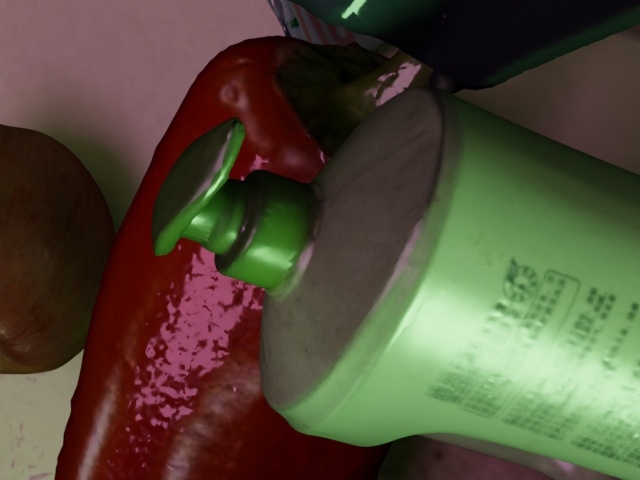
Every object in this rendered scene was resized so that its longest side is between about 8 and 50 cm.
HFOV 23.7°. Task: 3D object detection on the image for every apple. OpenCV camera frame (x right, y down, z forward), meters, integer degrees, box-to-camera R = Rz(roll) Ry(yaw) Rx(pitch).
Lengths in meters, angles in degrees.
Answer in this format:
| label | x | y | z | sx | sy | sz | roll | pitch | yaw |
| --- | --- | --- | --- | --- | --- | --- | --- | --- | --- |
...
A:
| label | x | y | z | sx | sy | sz | roll | pitch | yaw |
| --- | --- | --- | --- | --- | --- | --- | --- | --- | --- |
| apple | -0.151 | 0.003 | 0.690 | 0.126 | 0.126 | 0.102 | -7 | 54 | 39 |

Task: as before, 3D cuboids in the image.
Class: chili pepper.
| label | x | y | z | sx | sy | sz | roll | pitch | yaw |
| --- | --- | --- | --- | --- | --- | --- | --- | --- | --- |
| chili pepper | -0.004 | -0.002 | 0.557 | 0.134 | 0.131 | 0.338 | 17 | 112 | -8 |

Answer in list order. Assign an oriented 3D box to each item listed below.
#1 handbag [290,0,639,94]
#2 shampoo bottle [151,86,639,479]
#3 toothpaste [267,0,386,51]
| label | x | y | z | sx | sy | sz | roll | pitch | yaw |
| --- | --- | --- | --- | --- | --- | --- | --- | --- | --- |
| handbag | 0.074 | -0.204 | 0.315 | 0.329 | 0.122 | 0.303 | 174 | 116 | -73 |
| shampoo bottle | 0.061 | 0.023 | 0.450 | 0.118 | 0.234 | 0.087 | -53 | 27 | 40 |
| toothpaste | 0.054 | -0.115 | 0.556 | 0.205 | 0.036 | 0.056 | -23 | 86 | 43 |
